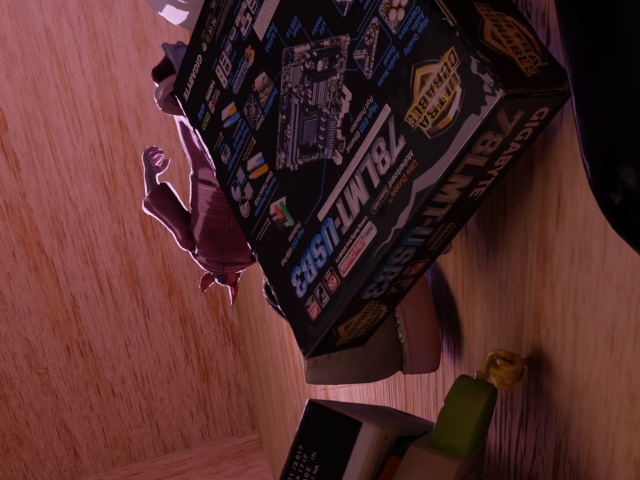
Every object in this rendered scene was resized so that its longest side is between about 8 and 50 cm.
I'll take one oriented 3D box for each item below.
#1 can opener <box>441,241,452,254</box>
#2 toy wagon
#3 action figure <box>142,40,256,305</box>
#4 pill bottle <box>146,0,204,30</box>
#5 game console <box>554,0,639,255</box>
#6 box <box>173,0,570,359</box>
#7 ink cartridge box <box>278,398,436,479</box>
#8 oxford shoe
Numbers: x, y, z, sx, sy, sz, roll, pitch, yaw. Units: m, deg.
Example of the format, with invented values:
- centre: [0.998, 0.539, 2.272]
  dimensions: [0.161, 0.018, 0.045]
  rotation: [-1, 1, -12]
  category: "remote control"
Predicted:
- centre: [0.064, -0.115, 0.717]
  dimensions: [0.074, 0.093, 0.281]
  rotation: [-132, 35, -69]
  category: "can opener"
- centre: [0.074, 0.240, 0.699]
  dimensions: [0.267, 0.068, 0.345]
  rotation: [5, -78, -69]
  category: "toy wagon"
- centre: [-0.102, -0.072, 1.178]
  dimensions: [0.276, 0.248, 0.370]
  rotation: [-115, 27, -63]
  category: "action figure"
- centre: [-0.091, -0.360, 0.831]
  dimensions: [0.392, 0.224, 0.224]
  rotation: [118, 138, -74]
  category: "pill bottle"
- centre: [0.166, -0.160, 0.266]
  dimensions: [0.342, 0.060, 0.387]
  rotation: [-167, 63, -72]
  category: "game console"
- centre: [0.007, -0.112, 0.677]
  dimensions: [0.293, 0.073, 0.295]
  rotation: [60, 141, 26]
  category: "box"
- centre: [0.036, 0.223, 0.770]
  dimensions: [0.165, 0.065, 0.332]
  rotation: [-70, -21, -6]
  category: "ink cartridge box"
- centre: [0.000, 0.000, 0.981]
  dimensions: [0.397, 0.146, 0.141]
  rotation: [-115, 13, -56]
  category: "oxford shoe"
